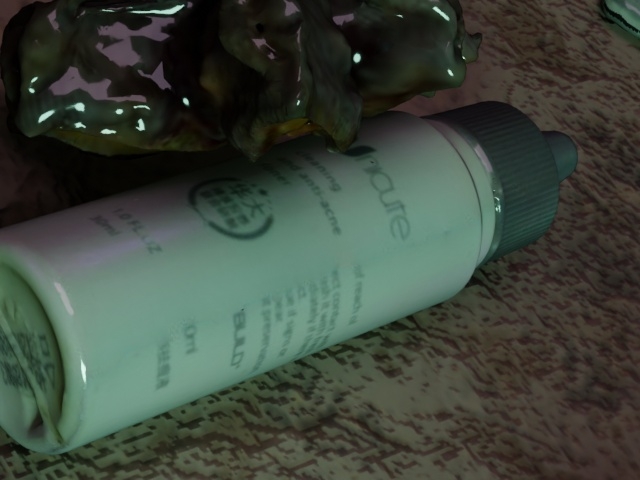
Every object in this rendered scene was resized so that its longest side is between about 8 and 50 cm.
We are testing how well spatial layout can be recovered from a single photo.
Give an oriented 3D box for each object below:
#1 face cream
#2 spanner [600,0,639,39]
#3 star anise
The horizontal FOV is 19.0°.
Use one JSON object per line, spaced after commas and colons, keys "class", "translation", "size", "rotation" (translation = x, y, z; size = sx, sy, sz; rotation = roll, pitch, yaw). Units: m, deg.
{"class": "face cream", "translation": [0.000, 0.000, 0.807], "size": [0.311, 0.092, 0.092], "rotation": [-18, 62, -37]}
{"class": "spanner", "translation": [0.243, -0.032, 1.009], "size": [0.071, 0.017, 0.302], "rotation": [-9, 57, -33]}
{"class": "star anise", "translation": [-0.045, -0.083, 0.782], "size": [0.214, 0.220, 0.099], "rotation": [-10, 98, -51]}
